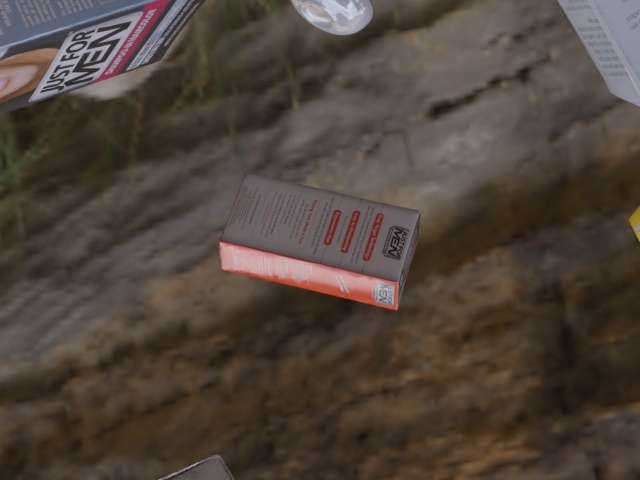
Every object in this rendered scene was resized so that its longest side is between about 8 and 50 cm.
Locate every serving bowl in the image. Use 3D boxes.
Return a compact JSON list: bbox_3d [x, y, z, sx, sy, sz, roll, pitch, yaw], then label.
[{"bbox_3d":[0.004,-0.210,1.403,0.083,0.027,0.083,28,158,12],"label":"serving bowl"}]

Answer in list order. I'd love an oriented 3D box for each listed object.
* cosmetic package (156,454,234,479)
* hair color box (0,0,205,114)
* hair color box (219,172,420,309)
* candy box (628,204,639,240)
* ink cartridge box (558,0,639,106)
[{"bbox_3d":[-0.127,0.348,1.663,0.129,0.153,0.296,-25,162,-11],"label":"cosmetic package"},{"bbox_3d":[-0.285,-0.169,1.265,0.374,0.113,0.185,-22,174,-26],"label":"hair color box"},{"bbox_3d":[0.000,0.000,1.216,0.141,0.072,0.043,13,146,10],"label":"hair color box"},{"bbox_3d":[0.329,-0.062,1.153,0.206,0.027,0.105,-25,165,-11],"label":"candy box"},{"bbox_3d":[0.271,-0.238,0.932,0.324,0.330,0.071,-34,-167,-6],"label":"ink cartridge box"}]
